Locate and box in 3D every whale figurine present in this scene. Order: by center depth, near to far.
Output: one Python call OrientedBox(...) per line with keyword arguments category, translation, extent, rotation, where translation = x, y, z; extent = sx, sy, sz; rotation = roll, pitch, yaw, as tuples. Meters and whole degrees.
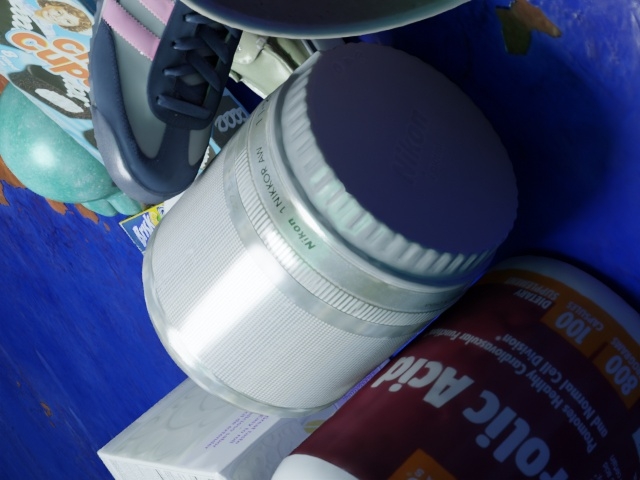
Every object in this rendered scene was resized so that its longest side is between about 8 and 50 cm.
OrientedBox(category="whale figurine", translation=(-0.289, -0.098, 1.613), extent=(0.216, 0.141, 0.272), rotation=(48, 162, 11))

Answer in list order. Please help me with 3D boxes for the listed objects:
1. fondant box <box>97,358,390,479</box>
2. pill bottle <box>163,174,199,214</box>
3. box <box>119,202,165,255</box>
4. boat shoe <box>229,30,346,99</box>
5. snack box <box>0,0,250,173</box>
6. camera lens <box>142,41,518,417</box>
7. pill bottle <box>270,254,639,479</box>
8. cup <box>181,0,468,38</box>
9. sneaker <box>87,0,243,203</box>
OrientedBox(category="fondant box", translation=(-0.081, 0.212, 1.602), extent=(0.330, 0.238, 0.096), rotation=(-6, 119, 59))
OrientedBox(category="pill bottle", translation=(-0.104, -0.032, 1.480), extent=(0.169, 0.094, 0.094), rotation=(42, 153, 14))
OrientedBox(category="box", translation=(-0.169, -0.028, 1.627), extent=(0.054, 0.059, 0.169), rotation=(54, 153, -9))
OrientedBox(category="boat shoe", translation=(-0.080, -0.193, 1.232), extent=(0.302, 0.094, 0.109), rotation=(49, 154, 2))
OrientedBox(category="snack box", translation=(-0.208, -0.163, 1.322), extent=(0.187, 0.060, 0.322), rotation=(6, 157, 30))
OrientedBox(category="camera lens", translation=(0.000, 0.000, 1.151), extent=(0.219, 0.219, 0.274), rotation=(48, 131, 3))
OrientedBox(category="pill bottle", translation=(0.099, 0.208, 1.146), extent=(0.224, 0.392, 0.224), rotation=(36, 151, 24))
OrientedBox(category="cup", translation=(0.011, -0.309, 0.754), extent=(0.331, 0.331, 0.237), rotation=(96, 153, -56))
OrientedBox(category="sneaker", translation=(-0.098, -0.187, 1.099), extent=(0.131, 0.112, 0.319), rotation=(3, 88, 45))
